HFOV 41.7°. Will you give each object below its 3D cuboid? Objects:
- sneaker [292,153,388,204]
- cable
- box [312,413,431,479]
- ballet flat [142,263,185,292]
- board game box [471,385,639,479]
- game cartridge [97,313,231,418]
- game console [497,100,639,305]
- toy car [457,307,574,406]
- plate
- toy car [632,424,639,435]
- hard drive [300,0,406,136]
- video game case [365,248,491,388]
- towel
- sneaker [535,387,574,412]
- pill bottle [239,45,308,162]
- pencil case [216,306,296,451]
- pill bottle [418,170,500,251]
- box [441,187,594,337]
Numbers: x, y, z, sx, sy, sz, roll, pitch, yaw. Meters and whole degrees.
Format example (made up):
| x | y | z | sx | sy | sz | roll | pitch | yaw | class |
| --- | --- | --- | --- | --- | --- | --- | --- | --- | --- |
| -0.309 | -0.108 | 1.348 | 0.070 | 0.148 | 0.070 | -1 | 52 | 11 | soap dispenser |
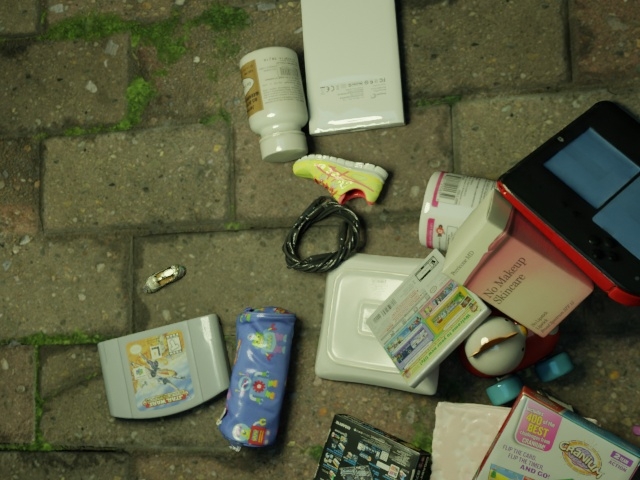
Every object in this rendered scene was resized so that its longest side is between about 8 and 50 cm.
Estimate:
| x | y | z | sx | sy | sz | roll | pitch | yaw | class |
| --- | --- | --- | --- | --- | --- | --- | --- | --- | --- |
| 0.034 | -0.127 | 1.801 | 0.209 | 0.081 | 0.094 | 11 | 81 | 15 | sneaker |
| 0.000 | 0.000 | 1.809 | 0.150 | 0.047 | 0.184 | 41 | 86 | 26 | cable |
| 0.098 | 0.473 | 1.709 | 0.220 | 0.051 | 0.175 | 17 | 89 | 36 | box |
| -0.363 | 0.085 | 1.912 | 0.114 | 0.041 | 0.041 | -27 | 78 | 11 | ballet flat |
| 0.416 | 0.471 | 1.578 | 0.242 | 0.064 | 0.316 | 29 | 100 | 12 | board game box |
| -0.349 | 0.292 | 1.882 | 0.297 | 0.062 | 0.198 | -16 | 77 | 13 | game cartridge |
| 0.558 | -0.082 | 1.563 | 0.386 | 0.060 | 0.342 | -34 | 74 | -33 | game console |
| 0.357 | 0.190 | 1.608 | 0.210 | 0.238 | 0.219 | -28 | 79 | 11 | toy car |
| 0.119 | 0.166 | 1.748 | 0.277 | 0.045 | 0.278 | 5 | 85 | 27 | plate |
| 0.655 | 0.361 | 1.575 | 0.136 | 0.159 | 0.182 | 16 | 89 | 50 | toy car |
| 0.070 | -0.398 | 1.845 | 0.210 | 0.040 | 0.318 | -5 | 83 | 14 | hard drive |
| 0.204 | 0.149 | 1.632 | 0.212 | 0.023 | 0.193 | -47 | 43 | 12 | video game case |
| 0.371 | 0.492 | 1.651 | 0.317 | 0.053 | 0.331 | 6 | 96 | 15 | towel |
| 0.472 | 0.333 | 1.672 | 0.044 | 0.040 | 0.109 | -41 | 79 | -9 | sneaker |
| -0.096 | -0.293 | 1.832 | 0.131 | 0.131 | 0.229 | -12 | 82 | 13 | pill bottle |
| -0.137 | 0.290 | 1.788 | 0.133 | 0.119 | 0.306 | 10 | 86 | -7 | pencil case |
| 0.351 | -0.038 | 1.673 | 0.283 | 0.160 | 0.160 | 12 | 88 | 16 | pill bottle |
| 0.363 | 0.042 | 1.539 | 0.232 | 0.127 | 0.148 | 32 | 126 | -4 | box |
